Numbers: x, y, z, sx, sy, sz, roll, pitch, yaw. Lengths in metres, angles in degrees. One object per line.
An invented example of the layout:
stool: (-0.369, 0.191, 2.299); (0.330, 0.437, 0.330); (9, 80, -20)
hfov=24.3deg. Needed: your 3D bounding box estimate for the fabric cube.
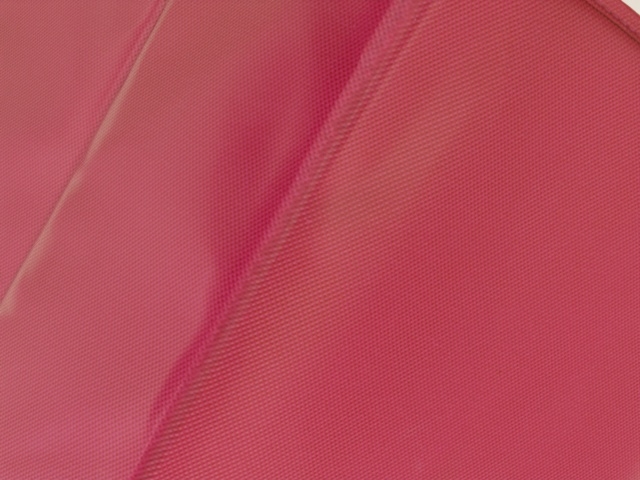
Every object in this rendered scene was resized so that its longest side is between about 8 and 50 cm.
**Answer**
fabric cube: (0.000, 0.000, 0.621); (0.254, 0.258, 0.259); (27, -177, -41)
